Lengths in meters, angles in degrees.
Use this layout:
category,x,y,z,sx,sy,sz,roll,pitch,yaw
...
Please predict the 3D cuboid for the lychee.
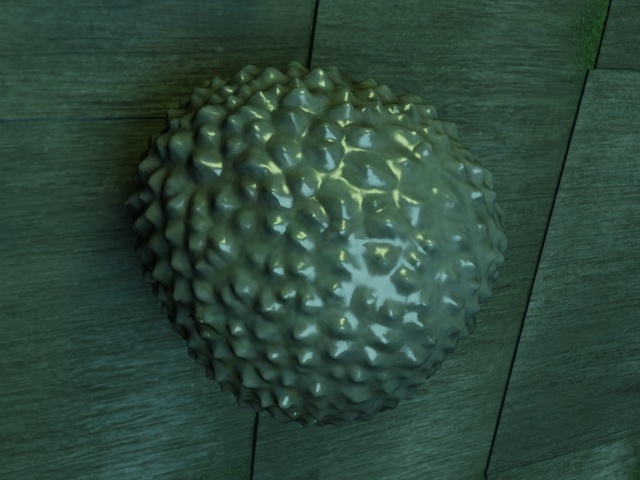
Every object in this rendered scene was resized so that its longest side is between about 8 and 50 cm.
category,x,y,z,sx,sy,sz,roll,pitch,yaw
lychee,0.000,0.000,0.988,0.432,0.380,0.380,37,90,-19
